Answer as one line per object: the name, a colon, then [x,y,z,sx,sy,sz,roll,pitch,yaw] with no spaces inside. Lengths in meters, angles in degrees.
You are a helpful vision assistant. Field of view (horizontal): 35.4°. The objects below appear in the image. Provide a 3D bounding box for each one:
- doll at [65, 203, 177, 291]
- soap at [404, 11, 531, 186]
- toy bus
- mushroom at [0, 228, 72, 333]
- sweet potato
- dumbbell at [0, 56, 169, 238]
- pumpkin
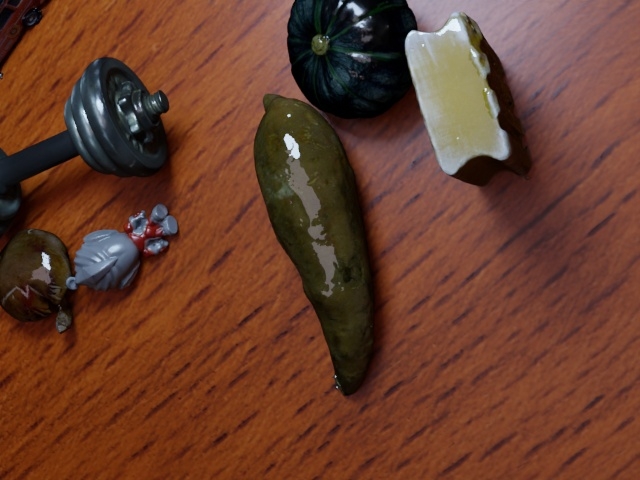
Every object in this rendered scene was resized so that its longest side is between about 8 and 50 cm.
doll: [-0.285,0.016,1.432,0.180,0.079,0.094,-35,104,1]
soap: [0.181,-0.153,1.182,0.089,0.274,0.173,-16,85,15]
toy bus: [-0.492,-0.310,1.482,0.073,0.096,0.235,40,102,11]
mushroom: [-0.416,0.064,1.465,0.135,0.080,0.170,-43,75,23]
sweet potato: [0.004,0.001,1.320,0.130,0.130,0.422,-17,91,16]
dumbbell: [-0.391,-0.118,1.406,0.406,0.179,0.179,-21,84,16]
pumpkin: [0.038,-0.252,1.291,0.194,0.150,0.194,-4,82,26]
